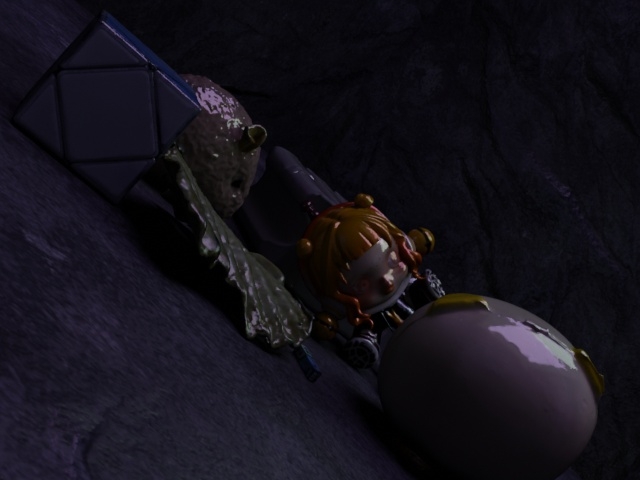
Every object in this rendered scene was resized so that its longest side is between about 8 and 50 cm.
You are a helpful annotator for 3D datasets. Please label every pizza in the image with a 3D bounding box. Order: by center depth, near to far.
[{"bbox_3d":[0.145,0.353,1.499,0.083,0.025,0.078,39,-4,15],"label":"pizza"}]

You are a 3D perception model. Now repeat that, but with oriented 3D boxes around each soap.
[{"bbox_3d":[0.000,0.000,2.133,0.350,0.213,0.435,37,8,-28],"label":"soap"}]

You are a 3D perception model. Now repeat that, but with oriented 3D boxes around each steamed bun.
[{"bbox_3d":[0.283,0.260,1.584,0.374,0.334,0.334,28,7,-3],"label":"steamed bun"}]

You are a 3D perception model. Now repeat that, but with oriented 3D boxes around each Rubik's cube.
[{"bbox_3d":[-0.331,-0.215,1.451,0.205,0.207,0.205,43,4,-21],"label":"Rubik's cube"}]

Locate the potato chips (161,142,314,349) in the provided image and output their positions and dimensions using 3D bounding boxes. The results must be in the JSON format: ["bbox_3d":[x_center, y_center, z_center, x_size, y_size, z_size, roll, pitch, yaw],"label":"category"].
[{"bbox_3d":[-0.161,0.007,1.514,0.373,0.097,0.389,54,-2,-27],"label":"potato chips"}]

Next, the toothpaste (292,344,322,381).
[{"bbox_3d":[-0.022,0.198,1.500,0.017,0.020,0.083,35,9,-32],"label":"toothpaste"}]

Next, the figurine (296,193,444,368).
[{"bbox_3d":[0.079,0.061,1.824,0.196,0.320,0.323,18,-38,57],"label":"figurine"}]

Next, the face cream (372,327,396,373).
[{"bbox_3d":[0.270,0.310,2.062,0.370,0.145,0.145,38,8,-37],"label":"face cream"}]

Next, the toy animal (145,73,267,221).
[{"bbox_3d":[-0.254,-0.205,1.784,0.358,0.226,0.188,39,7,-38],"label":"toy animal"}]
